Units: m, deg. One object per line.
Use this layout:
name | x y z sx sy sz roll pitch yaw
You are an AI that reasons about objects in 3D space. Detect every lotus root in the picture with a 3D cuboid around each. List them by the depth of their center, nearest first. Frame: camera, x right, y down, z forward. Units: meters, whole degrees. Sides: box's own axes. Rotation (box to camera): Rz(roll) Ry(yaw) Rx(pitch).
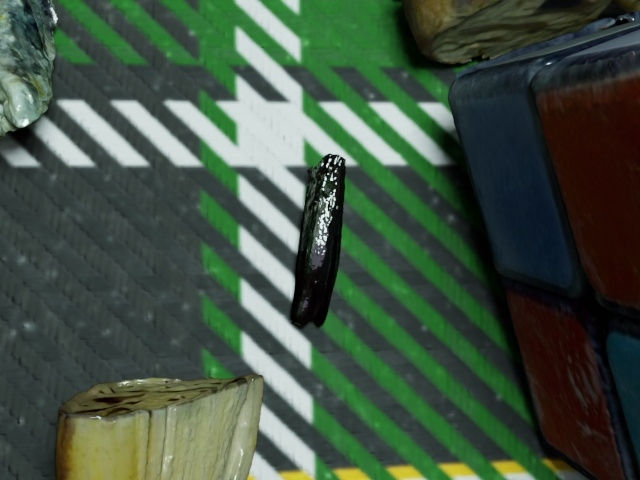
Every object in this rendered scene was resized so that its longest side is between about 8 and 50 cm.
lotus root | -0.124 0.154 0.630 0.159 0.095 0.135 13 82 -46
lotus root | 0.193 -0.205 0.698 0.260 0.170 0.075 -9 78 -4

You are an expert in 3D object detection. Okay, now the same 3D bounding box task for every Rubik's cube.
Rubik's cube | 0.303 -0.008 0.562 0.316 0.313 0.319 -20 100 -9

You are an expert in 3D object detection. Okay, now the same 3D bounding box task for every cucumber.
cucumber | 0.000 0.000 0.696 0.033 0.034 0.135 8 79 -11

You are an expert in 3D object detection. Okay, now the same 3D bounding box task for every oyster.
oyster | -0.286 -0.193 0.682 0.199 0.087 0.252 8 67 -6
